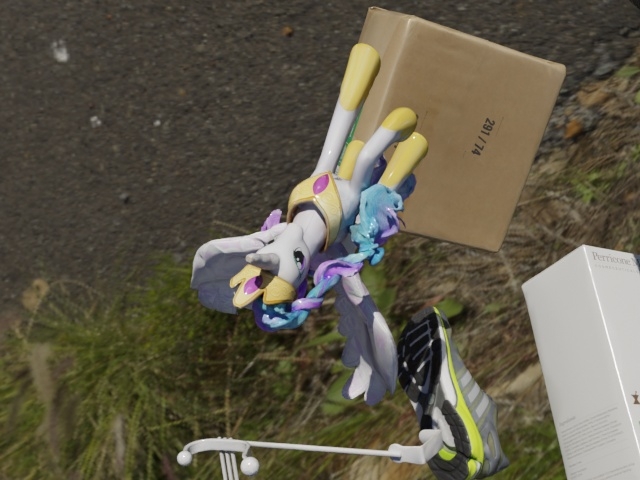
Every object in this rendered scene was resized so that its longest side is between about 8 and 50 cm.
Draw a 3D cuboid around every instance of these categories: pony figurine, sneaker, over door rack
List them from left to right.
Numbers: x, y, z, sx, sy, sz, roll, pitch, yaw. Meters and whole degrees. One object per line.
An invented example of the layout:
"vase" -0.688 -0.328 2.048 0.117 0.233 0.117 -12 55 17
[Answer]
"over door rack" -0.007 0.349 0.999 0.324 0.108 0.239 -6 98 21
"pony figurine" 0.000 0.000 1.047 0.303 0.363 0.351 24 151 14
"sneaker" 0.205 0.241 1.345 0.111 0.121 0.300 -39 48 36

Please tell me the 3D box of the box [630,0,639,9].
"box" 0.401 -0.385 1.008 0.060 0.270 0.216 -7 123 3

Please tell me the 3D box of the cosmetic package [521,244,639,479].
"cosmetic package" 0.444 0.208 1.246 0.155 0.197 0.365 -46 44 51

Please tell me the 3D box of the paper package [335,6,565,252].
"paper package" 0.185 -0.176 1.384 0.309 0.168 0.324 13 104 -21
